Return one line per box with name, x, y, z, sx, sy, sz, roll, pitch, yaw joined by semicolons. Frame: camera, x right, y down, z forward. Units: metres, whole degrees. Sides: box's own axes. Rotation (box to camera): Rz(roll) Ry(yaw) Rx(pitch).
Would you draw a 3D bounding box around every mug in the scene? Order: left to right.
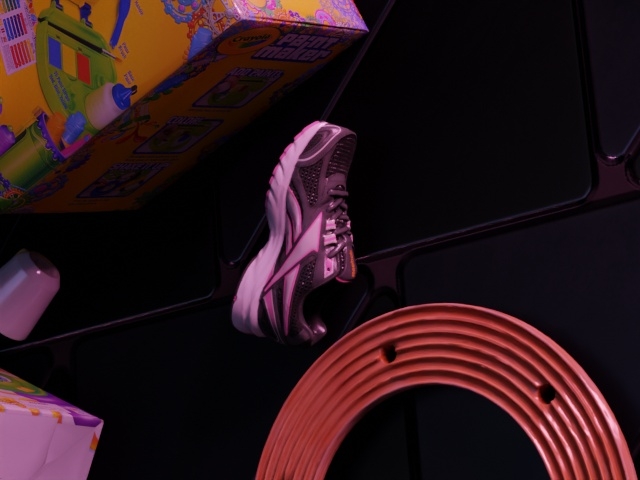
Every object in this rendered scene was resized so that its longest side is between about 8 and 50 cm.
mug;-0.265;0.038;1.562;0.064;0.062;0.078;-47;62;14

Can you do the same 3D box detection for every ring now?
ring;0.083;0.211;1.259;0.336;0.032;0.336;-9;75;39

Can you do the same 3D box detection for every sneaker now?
sneaker;0.000;0.000;1.354;0.077;0.072;0.178;25;106;28

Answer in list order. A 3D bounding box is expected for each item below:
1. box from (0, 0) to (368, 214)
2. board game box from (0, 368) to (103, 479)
box;-0.167;-0.213;1.416;0.279;0.177;0.290;-35;73;30
board game box;-0.343;0.170;1.545;0.275;0.142;0.144;21;95;40
